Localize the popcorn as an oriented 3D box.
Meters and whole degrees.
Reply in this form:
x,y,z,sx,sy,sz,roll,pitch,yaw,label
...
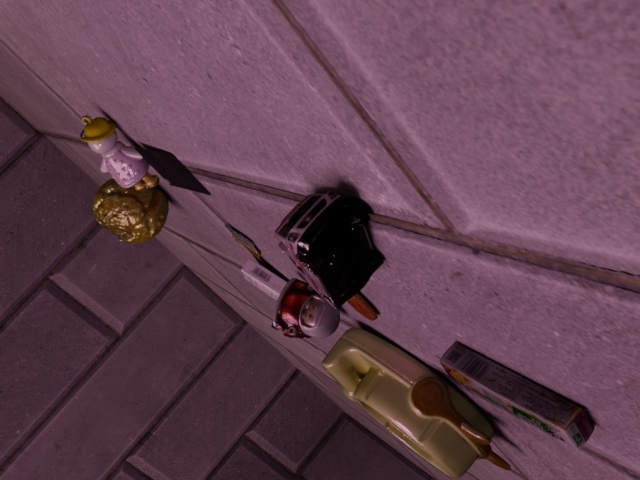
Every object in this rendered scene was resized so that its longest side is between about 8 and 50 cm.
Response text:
x,y,z,sx,sy,sz,roll,pitch,yaw,label
-0.482,-0.095,1.741,0.198,0.198,0.212,50,-171,-35,popcorn

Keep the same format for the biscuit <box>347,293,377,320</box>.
x,y,z,sx,sy,sz,roll,pitch,yaw,label
0.056,0.096,1.123,0.091,0.015,0.078,48,167,-29,biscuit

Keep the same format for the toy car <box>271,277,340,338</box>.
x,y,z,sx,sy,sz,roll,pitch,yaw,label
-0.014,0.146,1.330,0.112,0.112,0.139,13,163,33,toy car

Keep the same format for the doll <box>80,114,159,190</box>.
x,y,z,sx,sy,sz,roll,pitch,yaw,label
-0.426,-0.180,1.436,0.129,0.081,0.207,-13,132,29,doll

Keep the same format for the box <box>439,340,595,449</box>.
x,y,z,sx,sy,sz,roll,pitch,yaw,label
0.236,0.188,0.849,0.207,0.041,0.050,24,156,52,box

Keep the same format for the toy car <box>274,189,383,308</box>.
x,y,z,sx,sy,sz,roll,pitch,yaw,label
0.000,0.000,0.798,0.108,0.089,0.209,41,172,23,toy car

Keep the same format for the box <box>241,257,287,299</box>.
x,y,z,sx,sy,sz,roll,pitch,yaw,label
-0.100,0.102,1.514,0.154,0.040,0.084,31,163,9,box

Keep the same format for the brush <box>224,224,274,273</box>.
x,y,z,sx,sy,sz,roll,pitch,yaw,label
-0.139,0.038,1.505,0.083,0.010,0.218,32,165,34,brush

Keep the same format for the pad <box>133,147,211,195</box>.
x,y,z,sx,sy,sz,roll,pitch,yaw,label
-0.294,-0.137,1.350,0.193,0.004,0.116,17,154,53,pad

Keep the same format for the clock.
x,y,z,sx,sy,sz,roll,pitch,yaw,label
0.182,0.318,1.274,0.348,0.117,0.286,28,163,44,clock
